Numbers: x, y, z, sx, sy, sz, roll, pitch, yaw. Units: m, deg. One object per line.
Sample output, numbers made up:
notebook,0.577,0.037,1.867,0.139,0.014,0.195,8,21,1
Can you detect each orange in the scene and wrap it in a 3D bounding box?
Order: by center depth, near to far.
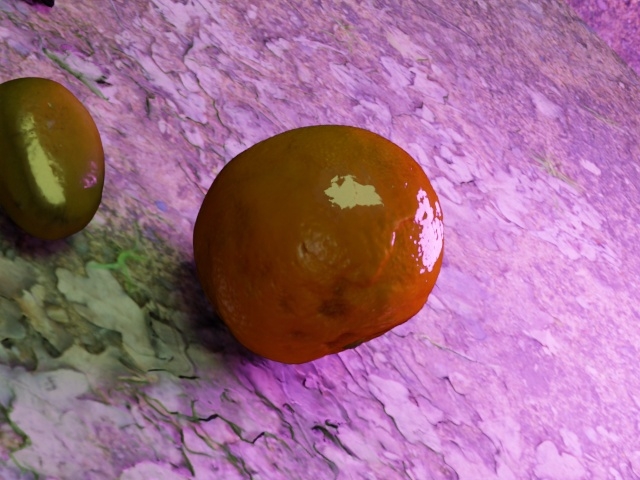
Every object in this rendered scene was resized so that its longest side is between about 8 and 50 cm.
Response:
orange,0.000,0.000,1.538,0.261,0.261,0.261,27,32,-19

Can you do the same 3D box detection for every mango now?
mango,-0.282,-0.079,1.498,0.137,0.098,0.195,22,42,-32

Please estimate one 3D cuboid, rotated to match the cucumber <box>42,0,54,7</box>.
cucumber,-0.416,-0.374,1.770,0.265,0.077,0.077,30,32,-12
